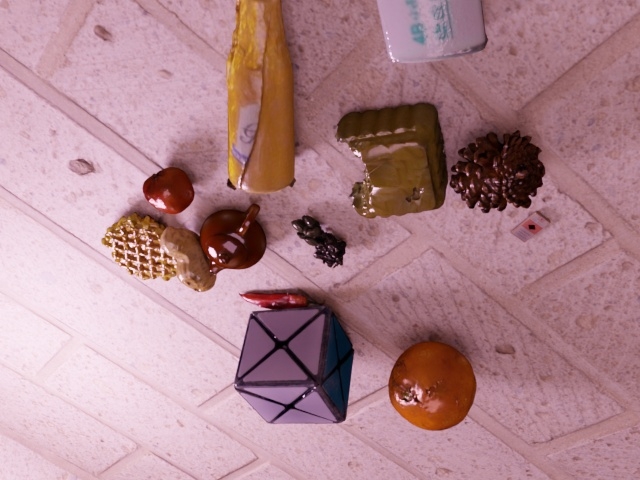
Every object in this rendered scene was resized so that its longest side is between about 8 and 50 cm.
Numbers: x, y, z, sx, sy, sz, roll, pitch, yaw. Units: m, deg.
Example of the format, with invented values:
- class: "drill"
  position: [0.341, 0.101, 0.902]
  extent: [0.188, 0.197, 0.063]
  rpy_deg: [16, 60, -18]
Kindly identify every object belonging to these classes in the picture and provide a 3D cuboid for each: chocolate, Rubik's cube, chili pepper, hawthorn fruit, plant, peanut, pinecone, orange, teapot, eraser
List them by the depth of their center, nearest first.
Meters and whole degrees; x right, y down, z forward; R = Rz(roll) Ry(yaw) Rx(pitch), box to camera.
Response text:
- class: "eraser"
  position: [0.190, -0.475, 1.161]
  extent: [0.189, 0.104, 0.290]
  rpy_deg: [-2, 129, 22]
- class: "pinecone"
  position: [0.370, -0.143, 1.362]
  extent: [0.195, 0.150, 0.179]
  rpy_deg: [-21, 122, 30]
- class: "chocolate"
  position: [-0.136, -0.310, 1.366]
  extent: [0.162, 0.162, 0.445]
  rpy_deg: [9, 130, 8]
- class: "hawthorn fruit"
  position: [-0.380, -0.124, 1.616]
  extent: [0.128, 0.128, 0.128]
  rpy_deg: [8, 131, 9]
- class: "plant"
  position: [0.000, 0.000, 1.641]
  extent: [0.085, 0.087, 0.174]
  rpy_deg: [-45, 108, 2]
- class: "teapot"
  position: [-0.222, 0.001, 1.665]
  extent: [0.178, 0.135, 0.252]
  rpy_deg: [28, 132, -14]
- class: "peanut"
  position: [-0.353, 0.048, 1.735]
  extent: [0.098, 0.103, 0.229]
  rpy_deg: [-17, 122, 8]
- class: "orange"
  position: [0.314, 0.402, 1.791]
  extent: [0.246, 0.246, 0.246]
  rpy_deg: [8, 131, 9]
- class: "Rubik's cube"
  position: [-0.063, 0.354, 1.812]
  extent: [0.255, 0.259, 0.260]
  rpy_deg: [-8, 142, 20]
- class: "chili pepper"
  position: [-0.112, 0.174, 1.839]
  extent: [0.268, 0.050, 0.059]
  rpy_deg: [2, 154, 14]

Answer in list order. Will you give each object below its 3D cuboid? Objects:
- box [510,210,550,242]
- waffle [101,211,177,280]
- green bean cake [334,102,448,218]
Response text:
- class: "box"
  position: [0.494, -0.032, 1.516]
  extent: [0.046, 0.012, 0.083]
  rpy_deg: [33, 131, -12]
- class: "waffle"
  position: [-0.495, 0.029, 1.814]
  extent: [0.238, 0.058, 0.243]
  rpy_deg: [-23, 123, 31]
- class: "green bean cake"
  position: [0.155, -0.167, 1.420]
  extent: [0.233, 0.124, 0.236]
  rpy_deg: [-4, 129, 19]
